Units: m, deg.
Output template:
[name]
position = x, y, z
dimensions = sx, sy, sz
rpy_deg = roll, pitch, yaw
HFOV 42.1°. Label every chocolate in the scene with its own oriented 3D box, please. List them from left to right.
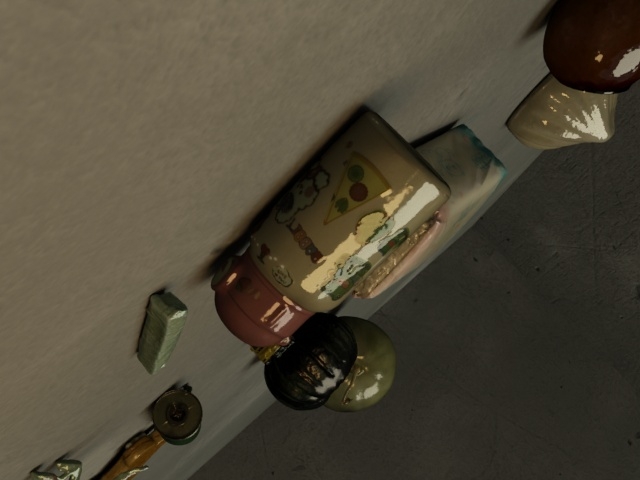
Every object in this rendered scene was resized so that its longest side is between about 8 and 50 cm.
[chocolate]
position = 0.377, -0.284, 1.096
dimensions = 0.177, 0.177, 0.177
rpy_deg = -42, 171, -8

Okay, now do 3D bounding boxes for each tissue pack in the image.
[tissue pack]
position = 0.138, -0.046, 1.195
dimensions = 0.271, 0.124, 0.201
rpy_deg = -30, 160, -54

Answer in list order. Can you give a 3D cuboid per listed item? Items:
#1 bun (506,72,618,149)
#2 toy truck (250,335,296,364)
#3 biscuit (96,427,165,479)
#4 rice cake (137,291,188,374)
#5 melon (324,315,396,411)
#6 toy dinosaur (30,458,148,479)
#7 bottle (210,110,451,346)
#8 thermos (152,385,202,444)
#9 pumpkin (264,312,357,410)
[bun]
position = 0.532, -0.269, 1.720
dimensions = 0.263, 0.175, 0.263
rpy_deg = -41, 169, -9
[toy truck]
position = -0.086, 0.179, 1.455
dimensions = 0.049, 0.054, 0.083
rpy_deg = -46, 171, 17
[biscuit]
position = -0.341, 0.391, 1.391
dimensions = 0.240, 0.035, 0.158
rpy_deg = -46, 168, 15
[rice cake]
position = -0.158, 0.092, 0.818
dimensions = 0.029, 0.033, 0.171
rpy_deg = -34, 168, -28
[melon]
position = 0.069, 0.322, 2.180
dimensions = 0.271, 0.272, 0.308
rpy_deg = -38, -173, -29
[toy dinosaur]
position = -0.316, 0.344, 1.004
dimensions = 0.053, 0.167, 0.242
rpy_deg = 8, -169, 44
[bottle]
position = 0.000, 0.000, 0.815
dimensions = 0.253, 0.120, 0.120
rpy_deg = -44, 171, 10
[thermos]
position = -0.222, 0.276, 1.294
dimensions = 0.073, 0.083, 0.188
rpy_deg = -18, 166, -14
[pumpkin]
position = -0.020, 0.254, 1.752
dimensions = 0.220, 0.162, 0.220
rpy_deg = -49, -179, 1
